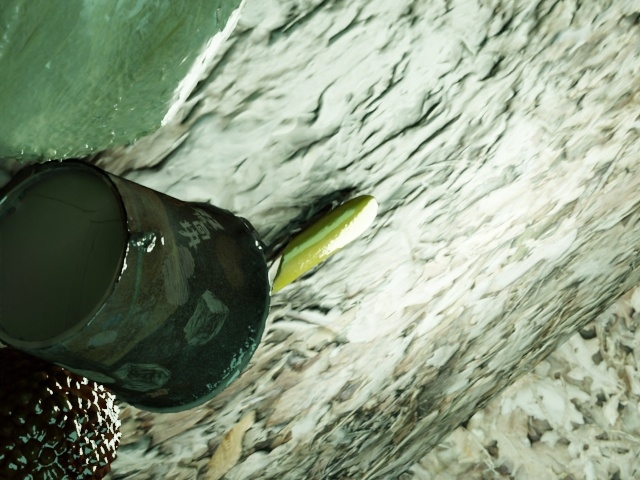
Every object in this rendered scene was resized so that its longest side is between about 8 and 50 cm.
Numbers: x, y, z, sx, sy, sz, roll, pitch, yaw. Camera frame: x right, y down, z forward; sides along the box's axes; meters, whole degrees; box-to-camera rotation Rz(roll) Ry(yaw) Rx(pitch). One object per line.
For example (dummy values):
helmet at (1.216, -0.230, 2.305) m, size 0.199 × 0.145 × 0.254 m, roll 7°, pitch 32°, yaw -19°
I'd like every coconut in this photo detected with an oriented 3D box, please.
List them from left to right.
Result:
coconut at (-0.159, -0.183, 0.719) m, size 0.245 × 0.245 × 0.247 m, roll -13°, pitch 146°, yaw -42°

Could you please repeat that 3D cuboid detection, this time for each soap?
soap at (0.000, 0.000, 1.503) m, size 0.168 × 0.033 × 0.089 m, roll -34°, pitch 154°, yaw -7°

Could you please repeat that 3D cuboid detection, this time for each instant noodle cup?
instant noodle cup at (-0.185, 0.036, 1.122) m, size 0.217 × 0.217 × 0.207 m, roll -42°, pitch 149°, yaw 11°

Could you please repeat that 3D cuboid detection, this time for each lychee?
lychee at (-0.298, 0.185, 1.278) m, size 0.188 × 0.188 × 0.188 m, roll -30°, pitch 155°, yaw -15°
